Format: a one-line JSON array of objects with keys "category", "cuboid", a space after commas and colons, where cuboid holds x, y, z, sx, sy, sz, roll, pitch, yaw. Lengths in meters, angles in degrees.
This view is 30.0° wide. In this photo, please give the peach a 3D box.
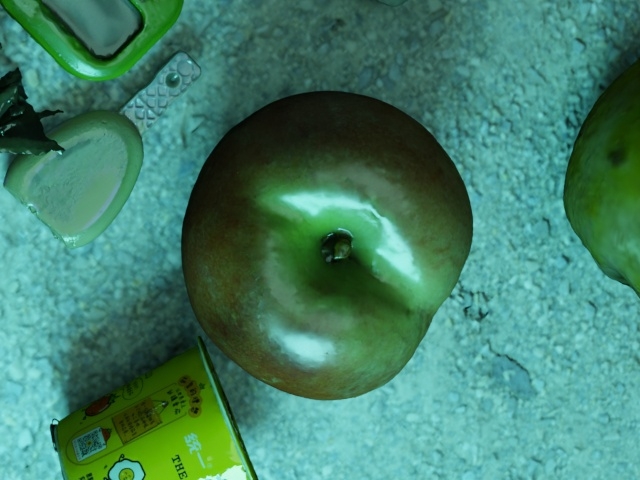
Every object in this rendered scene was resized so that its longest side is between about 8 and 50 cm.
[{"category": "peach", "cuboid": [0.000, 0.000, 0.984, 0.252, 0.252, 0.252, -4, 101, -20]}]

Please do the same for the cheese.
[{"category": "cheese", "cuboid": [-0.175, -0.086, 1.010, 0.192, 0.037, 0.097, -48, 113, -7]}]

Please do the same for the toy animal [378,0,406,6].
[{"category": "toy animal", "cuboid": [0.008, -0.357, 0.948, 0.241, 0.196, 0.367, -28, 105, -15]}]

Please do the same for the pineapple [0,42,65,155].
[{"category": "pineapple", "cuboid": [-0.320, -0.003, 0.906, 0.165, 0.165, 0.364, 28, 88, -22]}]

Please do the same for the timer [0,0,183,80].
[{"category": "timer", "cuboid": [-0.190, -0.209, 0.978, 0.128, 0.047, 0.140, -47, 111, -9]}]

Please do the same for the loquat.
[{"category": "loquat", "cuboid": [0.374, -0.060, 1.107, 0.284, 0.276, 0.276, -42, 111, 9]}]

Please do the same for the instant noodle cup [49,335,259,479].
[{"category": "instant noodle cup", "cuboid": [-0.134, 0.190, 1.007, 0.144, 0.182, 0.182, -22, 106, -7]}]
